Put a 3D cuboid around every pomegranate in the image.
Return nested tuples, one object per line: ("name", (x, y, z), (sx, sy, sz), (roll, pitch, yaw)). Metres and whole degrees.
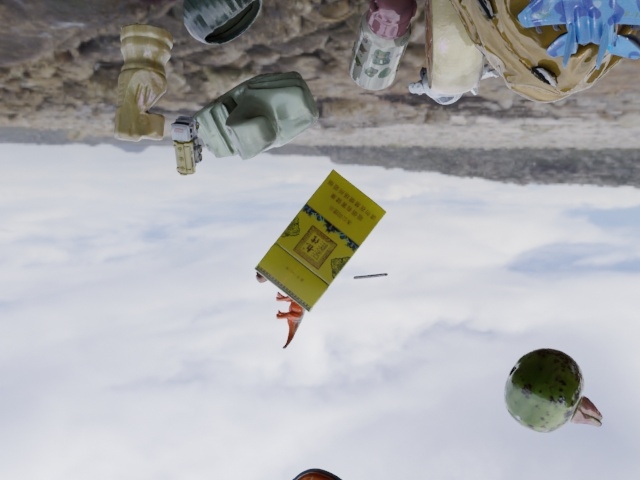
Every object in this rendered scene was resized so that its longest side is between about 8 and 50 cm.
("pomegranate", (0.590, 0.388, 1.519), (0.248, 0.214, 0.214), (26, -164, 7))

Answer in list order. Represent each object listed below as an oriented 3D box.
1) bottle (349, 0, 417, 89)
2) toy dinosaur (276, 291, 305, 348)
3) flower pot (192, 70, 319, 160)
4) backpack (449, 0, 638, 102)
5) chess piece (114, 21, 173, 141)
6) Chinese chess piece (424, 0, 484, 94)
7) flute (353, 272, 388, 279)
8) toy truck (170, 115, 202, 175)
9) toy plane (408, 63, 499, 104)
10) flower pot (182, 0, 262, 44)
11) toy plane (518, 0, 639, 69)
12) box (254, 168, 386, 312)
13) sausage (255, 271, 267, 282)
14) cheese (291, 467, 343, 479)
("bottle", (0.141, -0.455, 1.366), (0.120, 0.120, 0.253), (-2, 160, -9))
("toy dinosaur", (-0.070, 0.160, 1.629), (0.101, 0.279, 0.055), (11, 157, -5))
("flower pot", (-0.152, -0.308, 1.517), (0.254, 0.164, 0.367), (-32, -156, -19))
("backpack", (0.391, -0.431, 0.988), (0.353, 0.378, 0.201), (41, 165, -15))
("chess piece", (-0.463, -0.398, 1.573), (0.137, 0.300, 0.137), (4, 171, 1))
("Chinese chess piece", (0.286, -0.452, 1.307), (0.112, 0.270, 0.270), (-3, -169, 7))
("flute", (0.177, 0.129, 2.198), (0.014, 0.014, 0.269), (-4, 176, -21))
("toy truck", (-0.299, -0.209, 1.352), (0.052, 0.123, 0.063), (9, -145, 12))
("toy plane", (0.371, -0.445, 1.691), (0.252, 0.118, 0.252), (-14, -167, 3))
("flower pot", (-0.281, -0.671, 1.736), (0.243, 0.157, 0.189), (-39, 175, -2))
("toy plane", (0.300, -0.302, 0.683), (0.169, 0.246, 0.078), (13, -125, 35))
("box", (0.001, -0.001, 1.325), (0.153, 0.279, 0.041), (38, 174, -4))
("sausage", (-0.119, 0.070, 1.838), (0.177, 0.040, 0.047), (-34, -161, -13))
("cheese", (0.037, 0.439, 0.997), (0.256, 0.106, 0.037), (0, 145, 33))
